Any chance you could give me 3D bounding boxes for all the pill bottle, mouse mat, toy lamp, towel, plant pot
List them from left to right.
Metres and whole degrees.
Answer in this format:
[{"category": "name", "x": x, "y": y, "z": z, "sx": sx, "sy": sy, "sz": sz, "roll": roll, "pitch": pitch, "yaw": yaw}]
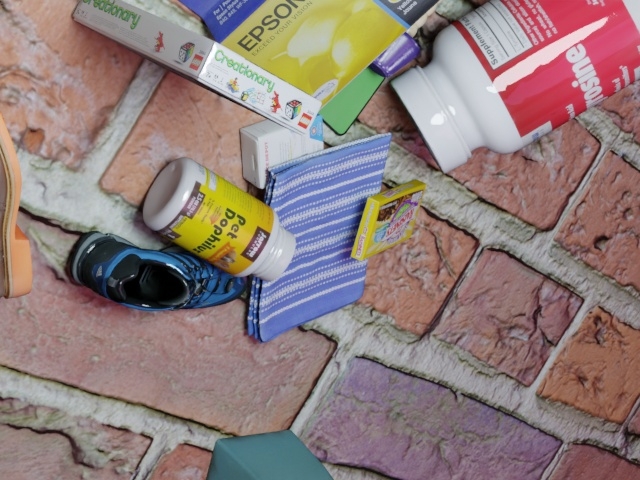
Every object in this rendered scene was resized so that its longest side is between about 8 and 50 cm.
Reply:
[{"category": "pill bottle", "x": -0.143, "y": -0.023, "z": 1.873, "sx": 0.215, "sy": 0.117, "sz": 0.117, "roll": 31, "pitch": 92, "yaw": -29}, {"category": "plant pot", "x": -0.064, "y": 0.454, "z": 2.163, "sx": 0.165, "sy": 0.234, "sz": 0.165, "roll": -1, "pitch": 113, "yaw": -40}, {"category": "towel", "x": 0.000, "y": 0.000, "z": 2.059, "sx": 0.243, "sy": 0.040, "sz": 0.336, "roll": -20, "pitch": 135, "yaw": -34}, {"category": "mouse mat", "x": 0.026, "y": -0.265, "z": 1.994, "sx": 0.152, "sy": 0.007, "sz": 0.190, "roll": -54, "pitch": 136, "yaw": -3}, {"category": "toy lamp", "x": 0.170, "y": -0.371, "z": 2.006, "sx": 0.274, "sy": 0.080, "sz": 0.080, "roll": -50, "pitch": 135, "yaw": -9}, {"category": "pill bottle", "x": 0.326, "y": -0.281, "z": 2.025, "sx": 0.408, "sy": 0.229, "sz": 0.229, "roll": -31, "pitch": 134, "yaw": 5}]

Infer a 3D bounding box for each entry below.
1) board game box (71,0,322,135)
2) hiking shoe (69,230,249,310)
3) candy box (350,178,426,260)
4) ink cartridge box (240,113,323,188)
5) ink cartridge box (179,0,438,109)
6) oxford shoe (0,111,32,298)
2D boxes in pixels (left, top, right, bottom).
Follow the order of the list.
[{"category": "board game box", "x": -0.162, "y": -0.231, "z": 1.641, "sx": 0.193, "sy": 0.305, "sz": 0.053, "roll": 24, "pitch": 94, "yaw": -46}, {"category": "hiking shoe", "x": -0.216, "y": 0.067, "z": 1.887, "sx": 0.304, "sy": 0.132, "sz": 0.113, "roll": 6, "pitch": 110, "yaw": -42}, {"category": "candy box", "x": 0.114, "y": -0.036, "z": 2.127, "sx": 0.206, "sy": 0.027, "sz": 0.105, "roll": -23, "pitch": 135, "yaw": -61}, {"category": "ink cartridge box", "x": -0.059, "y": -0.142, "z": 1.959, "sx": 0.122, "sy": 0.052, "sz": 0.088, "roll": -23, "pitch": 127, "yaw": -31}, {"category": "ink cartridge box", "x": 0.000, "y": -0.355, "z": 1.795, "sx": 0.303, "sy": 0.072, "sz": 0.307, "roll": -40, "pitch": 140, "yaw": 20}, {"category": "oxford shoe", "x": -0.454, "y": -0.066, "z": 1.618, "sx": 0.133, "sy": 0.130, "sz": 0.363, "roll": -18, "pitch": 124, "yaw": -25}]
